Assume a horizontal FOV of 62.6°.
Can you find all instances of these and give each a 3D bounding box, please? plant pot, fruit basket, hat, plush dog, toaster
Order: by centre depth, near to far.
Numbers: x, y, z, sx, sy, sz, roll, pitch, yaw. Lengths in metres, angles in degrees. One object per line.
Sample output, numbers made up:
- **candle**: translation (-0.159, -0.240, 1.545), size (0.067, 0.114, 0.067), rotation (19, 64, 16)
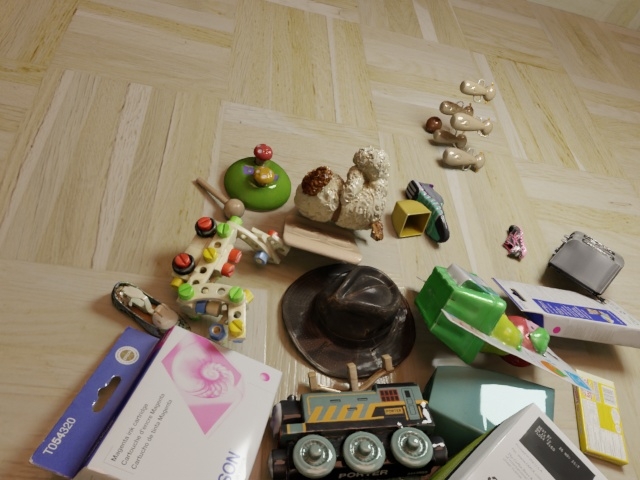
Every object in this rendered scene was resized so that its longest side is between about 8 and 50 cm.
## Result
- **plant pot**: translation (0.327, 0.366, 1.081), size (0.234, 0.166, 0.166), rotation (21, 48, 8)
- **hat**: translation (0.085, 0.147, 1.189), size (0.331, 0.134, 0.332), rotation (10, 50, -13)
- **fruit basket**: translation (0.404, 0.187, 1.190), size (0.352, 0.166, 0.327), rotation (21, 12, -5)
- **plush dog**: translation (0.045, -0.099, 1.323), size (0.225, 0.262, 0.211), rotation (4, 66, -8)
- **plant pot**: translation (0.242, -0.069, 1.459), size (0.081, 0.081, 0.083), rotation (-8, 44, -25)
- **toaster**: translation (0.743, 0.064, 1.463), size (0.185, 0.110, 0.168), rotation (37, 25, 20)

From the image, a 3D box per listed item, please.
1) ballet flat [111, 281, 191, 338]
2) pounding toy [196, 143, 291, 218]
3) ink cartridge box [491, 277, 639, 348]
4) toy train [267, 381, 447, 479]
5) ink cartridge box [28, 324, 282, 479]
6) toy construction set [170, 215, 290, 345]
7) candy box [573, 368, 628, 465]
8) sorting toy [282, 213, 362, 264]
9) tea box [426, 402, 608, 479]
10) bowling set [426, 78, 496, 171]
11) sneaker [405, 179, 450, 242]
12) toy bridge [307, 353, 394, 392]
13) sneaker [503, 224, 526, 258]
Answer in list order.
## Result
- **ballet flat**: translation (-0.350, 0.144, 1.081), size (0.188, 0.070, 0.070), rotation (27, 48, 3)
- **pounding toy**: translation (-0.176, -0.169, 1.367), size (0.236, 0.110, 0.183), rotation (-26, 65, -35)
- **ink cartridge box**: translation (0.629, 0.184, 1.350), size (0.370, 0.069, 0.176), rotation (12, 21, -12)
- **toy train**: translation (0.065, 0.370, 0.993), size (0.333, 0.142, 0.190), rotation (-2, 39, -8)
- **ink cartridge box**: translation (-0.259, 0.300, 0.925), size (0.329, 0.072, 0.324), rotation (24, 34, -4)
- **toy construction set**: translation (-0.196, 0.063, 1.143), size (0.214, 0.151, 0.328), rotation (18, 43, 10)
- **candy box**: translation (0.657, 0.414, 1.244), size (0.105, 0.027, 0.206), rotation (18, 48, -2)
- **sorting toy**: translation (0.000, 0.000, 1.297), size (0.192, 0.038, 0.208), rotation (16, 16, -6)
- **tea box**: translation (0.327, 0.507, 0.853), size (0.219, 0.324, 0.329), rotation (-27, 64, -35)
- **bowling set**: translation (0.461, -0.388, 1.736), size (0.154, 0.287, 0.200), rotation (7, 17, -23)
- **sneaker**: translation (0.333, -0.090, 1.506), size (0.098, 0.083, 0.224), rotation (-3, 53, -28)
- **toy bridge**: translation (0.068, 0.291, 1.111), size (0.188, 0.026, 0.063), rotation (-9, 98, -13)
- **sneaker**: translation (0.563, 0.000, 1.541), size (0.057, 0.047, 0.119), rotation (4, 49, -2)
